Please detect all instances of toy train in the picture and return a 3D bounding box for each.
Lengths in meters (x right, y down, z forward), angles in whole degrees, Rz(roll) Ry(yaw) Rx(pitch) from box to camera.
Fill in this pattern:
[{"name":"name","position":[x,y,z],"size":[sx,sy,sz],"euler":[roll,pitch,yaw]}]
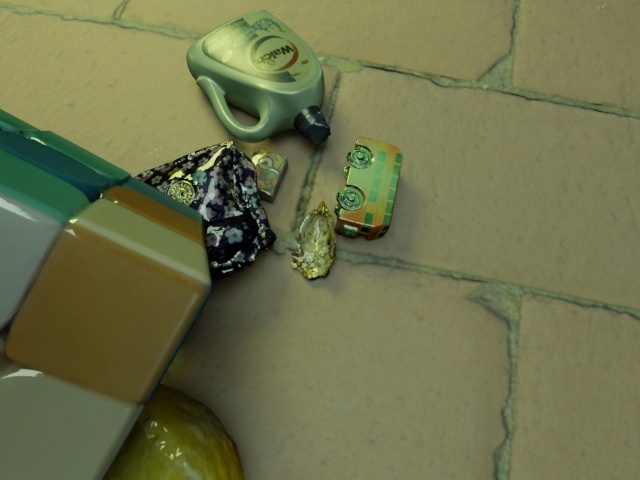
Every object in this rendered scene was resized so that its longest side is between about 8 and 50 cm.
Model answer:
[{"name":"toy train","position":[0.082,-0.091,0.793],"size":[0.099,0.072,0.188],"euler":[13,69,4]}]

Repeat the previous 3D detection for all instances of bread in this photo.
[{"name":"bread","position":[-0.194,0.280,0.571],"size":[0.197,0.197,0.170],"euler":[36,79,12]}]

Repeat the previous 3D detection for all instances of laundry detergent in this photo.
[{"name":"laundry detergent","position":[-0.094,-0.273,0.843],"size":[0.215,0.105,0.280],"euler":[-32,74,-14]}]

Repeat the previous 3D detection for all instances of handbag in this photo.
[{"name":"handbag","position":[-0.195,-0.028,0.729],"size":[0.229,0.127,0.207],"euler":[-18,76,-1]}]

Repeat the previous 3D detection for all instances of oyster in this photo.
[{"name":"oyster","position":[0.000,0.001,0.772],"size":[0.086,0.029,0.132],"euler":[25,81,24]}]

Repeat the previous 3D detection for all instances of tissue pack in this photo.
[{"name":"tissue pack","position":[-0.099,-0.115,0.816],"size":[0.063,0.035,0.083],"euler":[18,70,5]}]

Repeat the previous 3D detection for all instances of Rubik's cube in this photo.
[{"name":"Rubik's cube","position":[-0.341,0.066,0.460],"size":[0.344,0.346,0.347],"euler":[30,94,-20]}]
